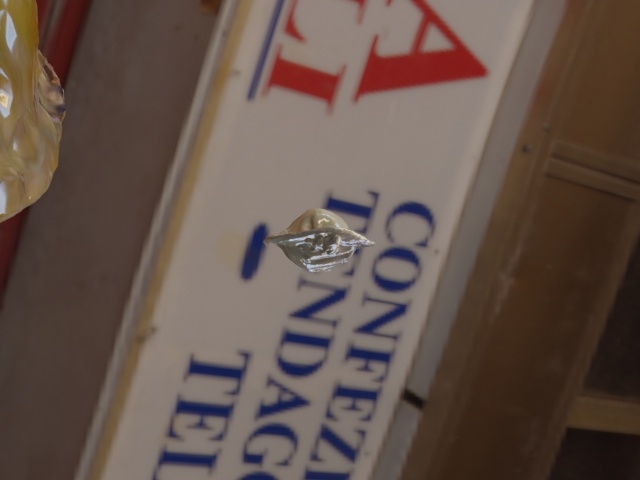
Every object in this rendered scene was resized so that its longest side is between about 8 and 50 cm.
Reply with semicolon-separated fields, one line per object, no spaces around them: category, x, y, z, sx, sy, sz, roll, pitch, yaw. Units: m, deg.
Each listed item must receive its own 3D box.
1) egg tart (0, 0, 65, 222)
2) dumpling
egg tart;-0.218;-0.149;0.491;0.150;0.352;0.352;-46;-132;17
dumpling;-0.001;0.002;1.055;0.052;0.076;0.057;-56;-176;10
